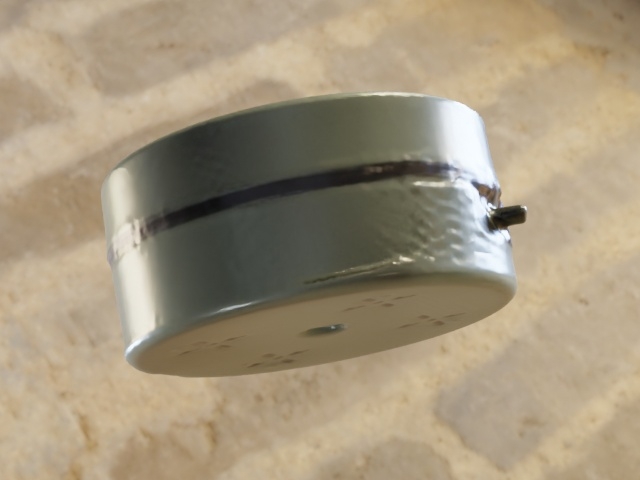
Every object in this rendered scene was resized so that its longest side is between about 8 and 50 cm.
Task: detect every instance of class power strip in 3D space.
[{"bbox_3d":[0.000,0.000,1.162,0.357,0.162,0.357,-10,166,-2],"label":"power strip"}]
